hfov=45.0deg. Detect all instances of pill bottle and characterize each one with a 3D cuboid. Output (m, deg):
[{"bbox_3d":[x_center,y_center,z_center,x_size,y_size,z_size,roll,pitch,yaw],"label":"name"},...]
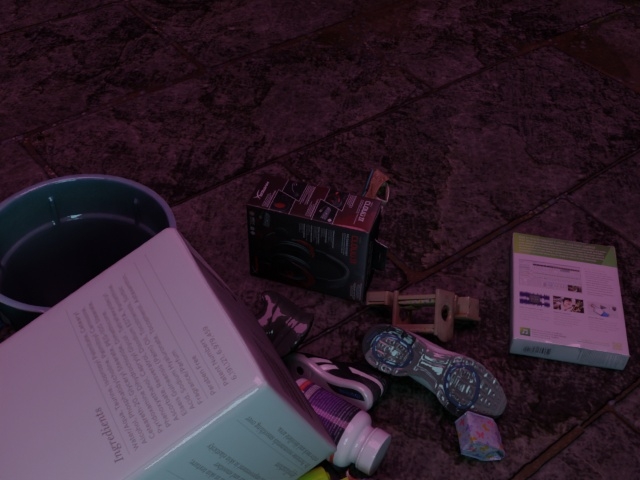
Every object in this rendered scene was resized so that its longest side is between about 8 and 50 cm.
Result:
[{"bbox_3d":[0.023,0.335,1.376,0.194,0.108,0.108,25,48,22],"label":"pill bottle"}]

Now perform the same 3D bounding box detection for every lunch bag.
[{"bbox_3d":[0.292,0.359,1.404,0.083,0.053,0.071,18,39,-21],"label":"lunch bag"}]

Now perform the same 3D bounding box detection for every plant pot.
[{"bbox_3d":[-0.420,0.112,1.423,0.342,0.334,0.341,1,44,-1],"label":"plant pot"}]

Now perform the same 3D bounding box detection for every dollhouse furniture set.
[{"bbox_3d":[0.214,0.165,1.613,0.182,0.161,0.101,-6,75,42],"label":"dollhouse furniture set"}]

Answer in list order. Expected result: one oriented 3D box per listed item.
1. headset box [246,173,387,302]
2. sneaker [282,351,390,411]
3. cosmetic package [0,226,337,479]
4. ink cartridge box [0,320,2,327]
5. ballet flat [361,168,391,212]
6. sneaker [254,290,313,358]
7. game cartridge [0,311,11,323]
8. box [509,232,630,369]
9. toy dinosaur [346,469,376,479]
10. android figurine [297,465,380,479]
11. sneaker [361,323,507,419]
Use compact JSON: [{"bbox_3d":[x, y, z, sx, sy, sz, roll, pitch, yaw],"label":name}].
[{"bbox_3d":[0.000,0.000,1.644,0.294,0.218,0.110,14,46,11],"label":"headset box"},{"bbox_3d":[0.033,0.259,1.492,0.217,0.079,0.121,19,25,31],"label":"sneaker"},{"bbox_3d":[-0.254,0.264,1.179,0.394,0.329,0.327,-35,55,-3],"label":"cosmetic package"},{"bbox_3d":[-0.764,0.166,1.465,0.168,0.171,0.232,17,46,15],"label":"ink cartridge box"},{"bbox_3d":[0.126,-0.097,1.863,0.067,0.073,0.206,25,50,2],"label":"ballet flat"},{"bbox_3d":[-0.144,0.216,1.434,0.130,0.109,0.286,41,77,5],"label":"sneaker"},{"bbox_3d":[-0.711,0.018,1.605,0.060,0.196,0.294,-24,50,-27],"label":"game cartridge"},{"bbox_3d":[0.525,0.122,1.663,0.233,0.058,0.322,9,45,6],"label":"box"},{"bbox_3d":[0.095,0.412,1.266,0.082,0.090,0.047,-10,51,28],"label":"toy dinosaur"},{"bbox_3d":[0.006,0.490,1.254,0.273,0.056,0.248,-15,47,-20],"label":"android figurine"},{"bbox_3d":[0.222,0.240,1.481,0.297,0.111,0.129,32,5,5],"label":"sneaker"}]
